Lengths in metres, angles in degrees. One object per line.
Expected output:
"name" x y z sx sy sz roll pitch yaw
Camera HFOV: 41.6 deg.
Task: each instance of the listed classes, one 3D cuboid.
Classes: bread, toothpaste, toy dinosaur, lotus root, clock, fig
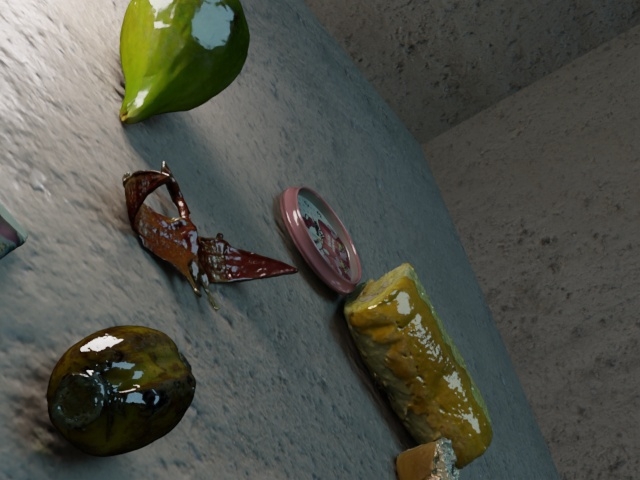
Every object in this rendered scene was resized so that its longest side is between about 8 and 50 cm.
"bread" 0.193 0.419 1.500 0.082 0.106 0.125 49 24 -54
"toothpaste" -0.321 0.013 0.762 0.062 0.037 0.216 55 13 -17
"bread" 0.192 0.251 1.654 0.375 0.165 0.236 60 15 -9
"toy dinosaur" -0.149 -0.006 1.160 0.327 0.113 0.206 53 19 -33
"lotus root" -0.188 0.142 0.814 0.120 0.120 0.209 64 16 9
"clock" -0.001 0.001 1.664 0.244 0.056 0.244 49 21 -27
"fig" -0.222 -0.269 1.268 0.206 0.206 0.275 50 42 -35
